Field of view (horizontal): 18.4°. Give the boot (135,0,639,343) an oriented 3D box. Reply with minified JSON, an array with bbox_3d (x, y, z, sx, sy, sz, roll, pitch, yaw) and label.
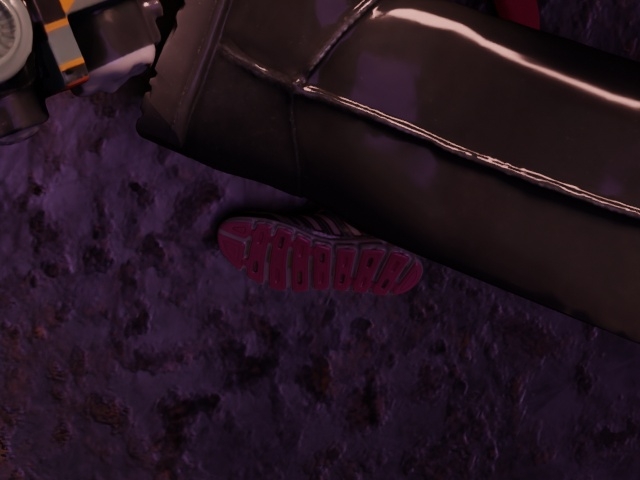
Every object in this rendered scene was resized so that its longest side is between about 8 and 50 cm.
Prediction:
[{"bbox_3d":[0.134,-0.150,1.440,0.445,0.146,0.367,23,106,6],"label":"boot"}]

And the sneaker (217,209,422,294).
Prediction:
[{"bbox_3d":[0.000,0.000,1.633,0.170,0.075,0.063,7,124,-1],"label":"sneaker"}]

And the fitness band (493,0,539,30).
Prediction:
[{"bbox_3d":[0.045,-0.148,1.606,0.291,0.054,0.209,-14,110,-18],"label":"fitness band"}]

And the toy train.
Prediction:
[{"bbox_3d":[-0.235,-0.239,1.374,0.190,0.142,0.334,-25,96,-23],"label":"toy train"}]
